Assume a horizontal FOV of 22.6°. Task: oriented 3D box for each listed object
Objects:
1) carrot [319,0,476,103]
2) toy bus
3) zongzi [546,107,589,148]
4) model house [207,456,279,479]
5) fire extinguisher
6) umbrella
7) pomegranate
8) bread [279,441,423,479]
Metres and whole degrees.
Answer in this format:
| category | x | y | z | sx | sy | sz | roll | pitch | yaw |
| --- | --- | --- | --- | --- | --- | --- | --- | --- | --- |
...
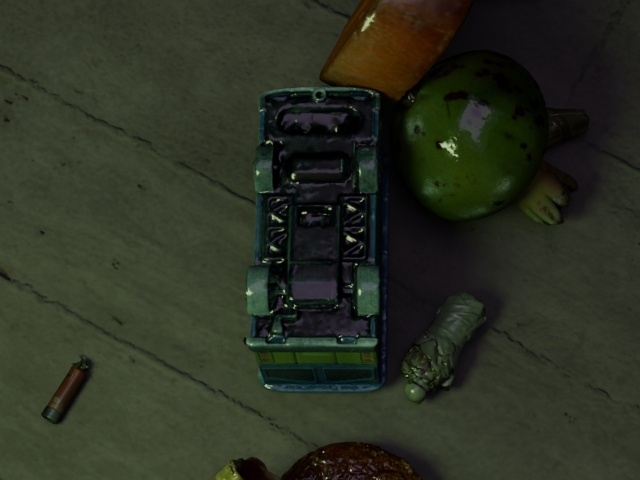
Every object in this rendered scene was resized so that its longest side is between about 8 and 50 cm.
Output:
| category | x | y | z | sx | sy | sz | roll | pitch | yaw |
| --- | --- | --- | --- | --- | --- | --- | --- | --- | --- |
| carrot | 0.101 | -0.277 | 1.872 | 0.100 | 0.307 | 0.258 | 36 | 108 | -8 |
| toy bus | 0.000 | 0.000 | 1.801 | 0.152 | 0.190 | 0.312 | 0 | 68 | 5 |
| zongzi | 0.278 | -0.153 | 1.952 | 0.076 | 0.040 | 0.083 | -21 | 52 | -15 |
| model house | -0.084 | 0.356 | 1.648 | 0.196 | 0.160 | 0.254 | -44 | 76 | 12 |
| fire extinguisher | -0.290 | 0.169 | 1.827 | 0.028 | 0.022 | 0.083 | 14 | 65 | 38 |
| umbrella | 0.137 | 0.123 | 1.829 | 0.067 | 0.062 | 0.143 | 38 | 69 | -18 |
| pomegranate | 0.195 | -0.108 | 1.864 | 0.248 | 0.202 | 0.202 | 34 | 69 | -19 |
| bread | 0.030 | 0.308 | 1.750 | 0.193 | 0.064 | 0.193 | 0 | 71 | -1 |
